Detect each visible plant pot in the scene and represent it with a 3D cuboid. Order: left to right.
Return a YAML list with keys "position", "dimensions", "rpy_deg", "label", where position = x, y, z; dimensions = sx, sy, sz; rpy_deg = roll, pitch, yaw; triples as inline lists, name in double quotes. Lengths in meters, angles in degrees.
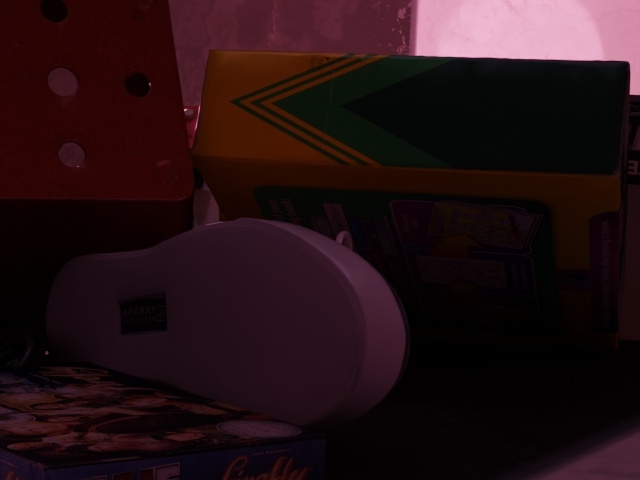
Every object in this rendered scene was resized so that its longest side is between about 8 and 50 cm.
- position: [-0.229, -0.075, 1.190]
  dimensions: [0.267, 0.267, 0.236]
  rpy_deg: [0, -20, -28]
  label: "plant pot"

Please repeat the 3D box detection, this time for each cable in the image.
- position: [-0.265, 0.081, 1.080]
  dimensions: [0.151, 0.047, 0.184]
  rpy_deg: [1, 5, -10]
  label: "cable"

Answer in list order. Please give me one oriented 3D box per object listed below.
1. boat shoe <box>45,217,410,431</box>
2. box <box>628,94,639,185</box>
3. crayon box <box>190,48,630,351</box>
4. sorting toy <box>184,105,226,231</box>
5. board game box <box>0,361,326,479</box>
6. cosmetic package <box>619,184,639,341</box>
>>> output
- position: [-0.033, 0.062, 1.042]
  dimensions: [0.157, 0.135, 0.367]
  rpy_deg: [3, -6, -37]
  label: "boat shoe"
- position: [0.308, -0.100, 1.489]
  dimensions: [0.296, 0.073, 0.293]
  rpy_deg: [6, 9, 31]
  label: "box"
- position: [0.091, -0.024, 1.287]
  dimensions: [0.313, 0.106, 0.363]
  rpy_deg: [4, -23, 12]
  label: "crayon box"
- position: [-0.125, -0.070, 1.880]
  dimensions: [0.256, 0.089, 0.257]
  rpy_deg: [1, 40, 5]
  label: "sorting toy"
- position: [-0.136, 0.108, 0.842]
  dimensions: [0.165, 0.042, 0.243]
  rpy_deg: [-2, 6, -39]
  label: "board game box"
- position: [0.330, 0.016, 1.496]
  dimensions: [0.310, 0.160, 0.113]
  rpy_deg: [3, 6, 16]
  label: "cosmetic package"
